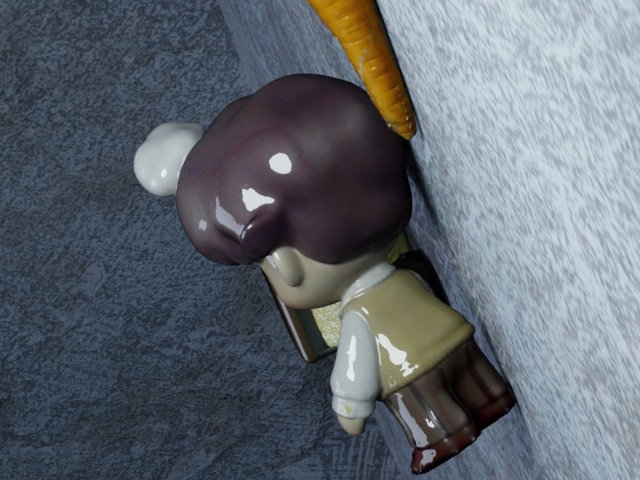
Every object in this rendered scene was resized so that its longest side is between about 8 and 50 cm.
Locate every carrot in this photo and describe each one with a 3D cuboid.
[{"bbox_3d":[0.017,-0.180,1.520,0.061,0.061,0.257,-120,5,-66],"label":"carrot"}]

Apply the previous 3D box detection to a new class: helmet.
[{"bbox_3d":[0.088,0.066,1.978,0.123,0.070,0.098,-136,23,-80],"label":"helmet"}]

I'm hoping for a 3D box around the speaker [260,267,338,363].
[{"bbox_3d":[0.000,0.000,2.261,0.192,0.153,0.231,-135,22,-80],"label":"speaker"}]

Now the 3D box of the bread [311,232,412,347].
[{"bbox_3d":[0.027,0.000,2.034,0.068,0.125,0.188,-6,114,45],"label":"bread"}]

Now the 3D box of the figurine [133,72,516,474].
[{"bbox_3d":[0.020,0.024,1.728,0.206,0.218,0.365,-10,108,59],"label":"figurine"}]
